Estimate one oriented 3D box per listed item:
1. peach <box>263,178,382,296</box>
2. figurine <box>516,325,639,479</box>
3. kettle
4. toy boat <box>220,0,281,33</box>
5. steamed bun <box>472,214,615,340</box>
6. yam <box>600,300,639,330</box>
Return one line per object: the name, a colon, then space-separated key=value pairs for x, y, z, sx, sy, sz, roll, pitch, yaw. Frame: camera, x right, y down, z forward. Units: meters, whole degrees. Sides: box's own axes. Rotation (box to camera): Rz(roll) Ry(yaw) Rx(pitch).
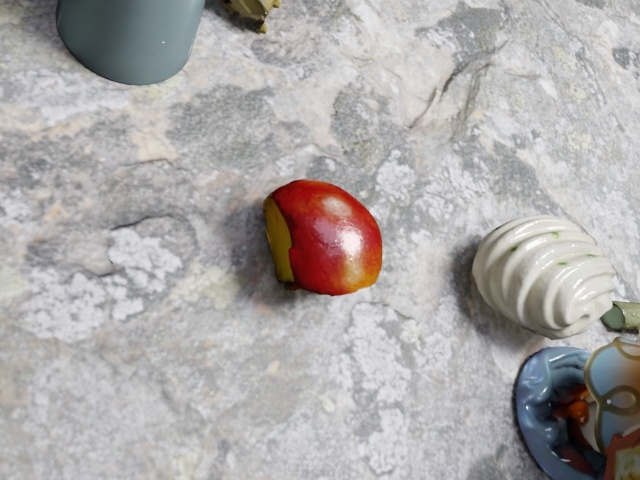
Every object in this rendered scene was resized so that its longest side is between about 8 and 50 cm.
peach: x=0.005 y=-0.006 z=0.784 sx=0.151 sy=0.151 sz=0.118 roll=3 pitch=109 yaw=-26
figurine: x=0.426 y=0.176 z=0.734 sx=0.248 sy=0.388 sz=0.277 roll=34 pitch=54 yaw=-10
kettle: x=-0.197 y=-0.325 z=0.749 sx=0.160 sy=0.243 sz=0.211 roll=-23 pitch=77 yaw=-34
toy boat: x=-0.122 y=-0.347 z=0.851 sx=0.226 sy=0.088 sz=0.068 roll=45 pitch=67 yaw=-50
steamed bun: x=0.288 y=0.035 z=0.878 sx=0.182 sy=0.106 sz=0.183 roll=11 pitch=37 yaw=-8
yam: x=0.440 y=0.107 z=0.986 sx=0.094 sy=0.043 sz=0.043 roll=5 pitch=64 yaw=-24
